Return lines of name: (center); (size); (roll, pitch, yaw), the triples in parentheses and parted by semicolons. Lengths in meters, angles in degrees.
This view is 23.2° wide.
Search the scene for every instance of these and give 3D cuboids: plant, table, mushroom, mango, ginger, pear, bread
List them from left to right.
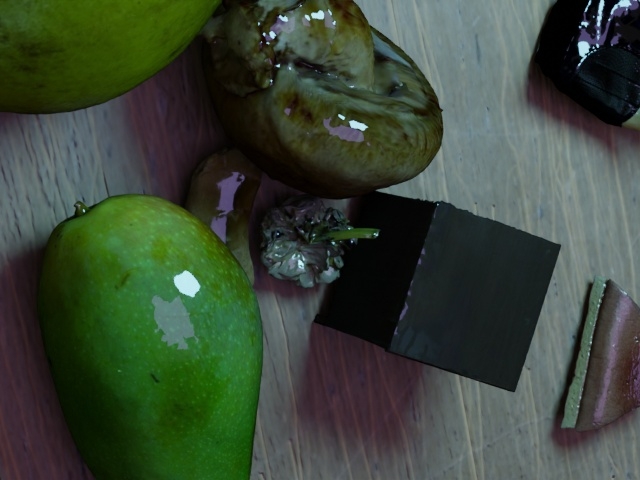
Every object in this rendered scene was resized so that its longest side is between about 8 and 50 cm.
pear: (-0.241, -0.301, 1.449); (0.413, 0.352, 0.352); (-43, 111, -23)
mango: (-0.161, 0.134, 1.589); (0.225, 0.201, 0.382); (-10, 104, 10)
ginger: (-0.106, -0.015, 1.678); (0.095, 0.069, 0.190); (9, 94, -20)
mushroom: (-0.013, -0.162, 1.611); (0.195, 0.263, 0.283); (-31, 139, 16)
plant: (0.000, 0.000, 1.698); (0.116, 0.122, 0.104); (-4, 90, -51)
table: (0.127, 0.050, 1.726); (0.172, 0.193, 0.169); (19, 87, -26)
bread: (0.366, 0.151, 1.919); (0.119, 0.067, 0.192); (17, 88, -18)

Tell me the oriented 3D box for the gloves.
gloves: (0.412, -0.218, 1.846); (0.301, 0.152, 0.197); (20, 94, -1)
